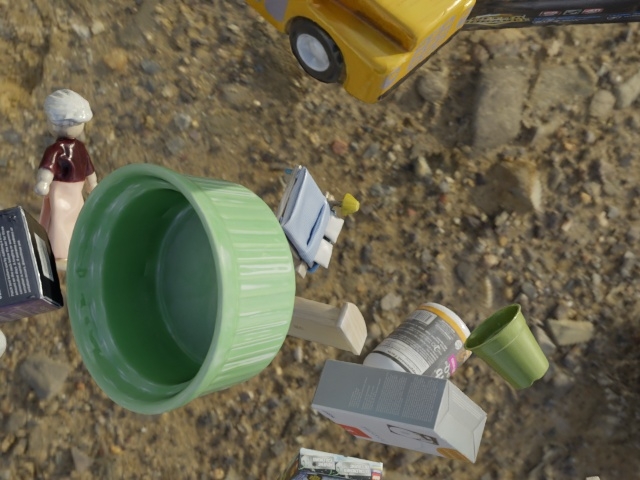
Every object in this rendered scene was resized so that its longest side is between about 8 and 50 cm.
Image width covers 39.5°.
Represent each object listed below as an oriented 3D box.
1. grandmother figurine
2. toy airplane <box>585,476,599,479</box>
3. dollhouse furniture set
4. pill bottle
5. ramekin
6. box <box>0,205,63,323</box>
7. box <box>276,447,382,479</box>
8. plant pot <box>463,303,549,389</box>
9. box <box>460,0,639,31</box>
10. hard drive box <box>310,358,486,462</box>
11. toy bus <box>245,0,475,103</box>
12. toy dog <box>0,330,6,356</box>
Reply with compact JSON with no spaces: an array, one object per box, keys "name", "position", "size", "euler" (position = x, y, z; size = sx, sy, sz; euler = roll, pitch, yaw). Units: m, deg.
[{"name":"grandmother figurine","position":[-0.495,-0.118,1.716],"size":[0.104,0.208,0.342],"euler":[4,97,3]},{"name":"toy airplane","position":[0.483,0.617,1.463],"size":[0.272,0.386,0.384],"euler":[6,92,-5]},{"name":"dollhouse furniture set","position":[0.000,0.000,1.559],"size":[0.286,0.198,0.303],"euler":[60,47,-59]},{"name":"pill bottle","position":[0.194,0.276,1.955],"size":[0.278,0.162,0.162],"euler":[-40,119,-27]},{"name":"ramekin","position":[-0.174,0.057,1.127],"size":[0.148,0.303,0.303],"euler":[-2,113,-49]},{"name":"box","position":[-0.414,0.046,1.006],"size":[0.207,0.153,0.108],"euler":[-14,84,-9]},{"name":"box","position":[0.002,0.274,0.989],"size":[0.094,0.027,0.137],"euler":[13,143,-11]},{"name":"plant pot","position":[0.227,0.131,1.056],"size":[0.083,0.083,0.079],"euler":[-40,95,0]},{"name":"box","position":[0.294,-0.318,1.053],"size":[0.295,0.293,0.073],"euler":[-2,91,1]},{"name":"hard drive box","position":[0.132,0.283,1.483],"size":[0.181,0.232,0.089],"euler":[43,59,-47]},{"name":"toy bus","position":[-0.043,-0.248,0.587],"size":[0.332,0.130,0.108],"euler":[43,64,8]},{"name":"toy dog","position":[-0.712,0.133,1.680],"size":[0.220,0.334,0.161],"euler":[-32,157,-4]}]
